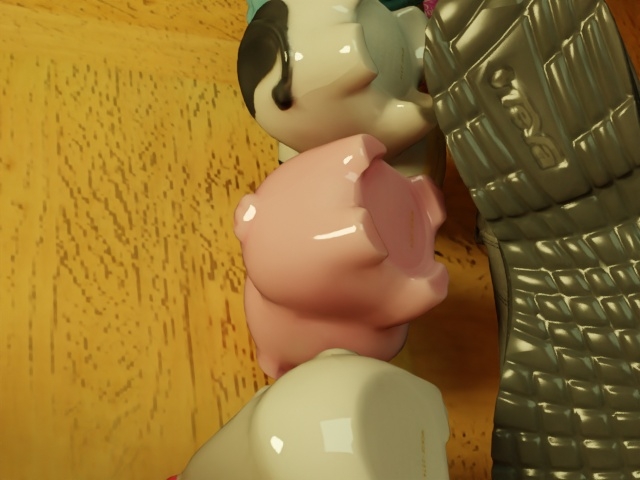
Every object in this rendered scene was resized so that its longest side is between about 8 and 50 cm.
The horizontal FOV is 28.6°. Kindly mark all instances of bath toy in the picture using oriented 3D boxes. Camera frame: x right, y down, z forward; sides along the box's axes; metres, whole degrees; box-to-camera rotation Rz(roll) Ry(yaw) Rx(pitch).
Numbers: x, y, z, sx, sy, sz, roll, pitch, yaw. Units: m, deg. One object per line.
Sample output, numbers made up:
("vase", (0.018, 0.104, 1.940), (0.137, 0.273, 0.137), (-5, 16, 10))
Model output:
("bath toy", (0.000, 0.000, 0.593), (0.151, 0.129, 0.348), (39, 43, -40))

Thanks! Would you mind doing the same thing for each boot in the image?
("boot", (0.150, 0.024, 0.637), (0.223, 0.118, 0.338), (-18, 100, -72))

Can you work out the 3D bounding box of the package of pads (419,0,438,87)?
("package of pads", (0.066, -0.123, 0.776), (0.083, 0.032, 0.050), (-19, 67, -35))
